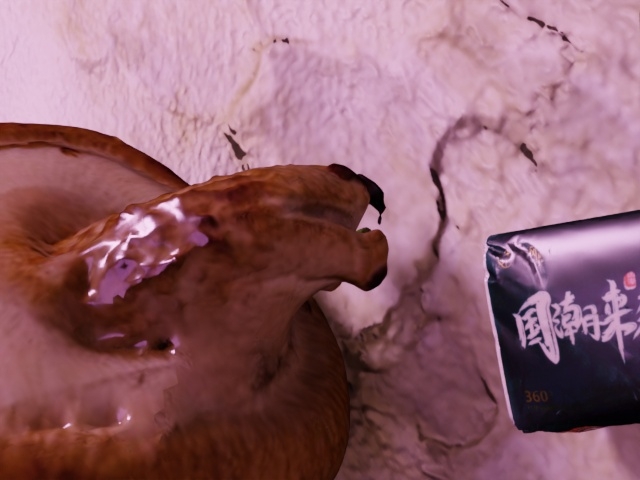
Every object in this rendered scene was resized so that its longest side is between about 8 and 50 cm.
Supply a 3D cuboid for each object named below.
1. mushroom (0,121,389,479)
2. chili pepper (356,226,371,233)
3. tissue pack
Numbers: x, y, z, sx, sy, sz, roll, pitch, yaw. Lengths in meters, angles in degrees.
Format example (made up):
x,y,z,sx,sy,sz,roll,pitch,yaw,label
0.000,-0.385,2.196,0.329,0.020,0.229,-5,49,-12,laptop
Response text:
x,y,z,sx,sy,sz,roll,pitch,yaw,label
-0.142,0.037,0.559,0.345,0.345,0.259,52,134,30,mushroom
0.000,0.000,0.631,0.083,0.022,0.027,12,128,40,chili pepper
0.169,0.034,0.435,0.170,0.090,0.103,-13,81,40,tissue pack
